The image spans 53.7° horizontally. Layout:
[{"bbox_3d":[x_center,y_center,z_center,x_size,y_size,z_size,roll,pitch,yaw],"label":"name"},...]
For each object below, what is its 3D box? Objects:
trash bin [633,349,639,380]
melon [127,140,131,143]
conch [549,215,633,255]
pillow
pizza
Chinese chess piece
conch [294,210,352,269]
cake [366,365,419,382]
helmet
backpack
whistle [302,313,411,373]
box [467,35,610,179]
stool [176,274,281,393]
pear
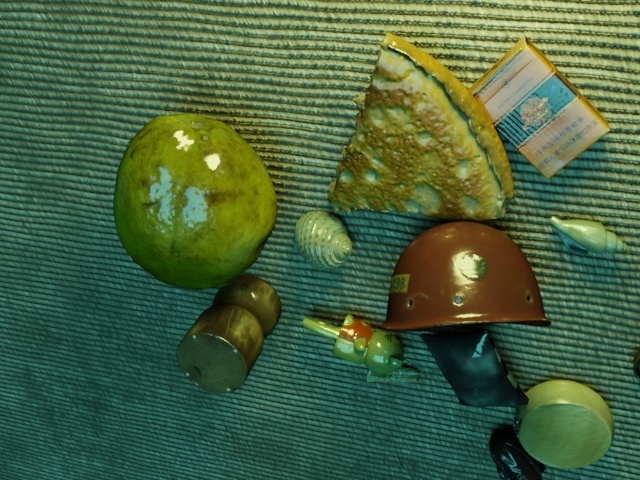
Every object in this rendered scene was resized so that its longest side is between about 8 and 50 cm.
[{"bbox_3d":[0.798,0.319,1.316,0.219,0.250,0.220,40,122,1],"label":"trash bin"},{"bbox_3d":[-0.454,-0.124,1.590,0.114,0.053,0.262,17,119,29],"label":"melon"},{"bbox_3d":[0.565,-0.007,1.328,0.180,0.088,0.065,22,78,12],"label":"conch"},{"bbox_3d":[0.367,0.310,1.515,0.186,0.106,0.250,-13,120,42],"label":"pillow"},{"bbox_3d":[0.159,-0.185,1.323,0.406,0.130,0.440,-24,115,38],"label":"pizza"},{"bbox_3d":[0.588,0.445,1.539,0.238,0.092,0.238,7,120,13],"label":"Chinese chess piece"},{"bbox_3d":[0.000,0.002,1.479,0.153,0.102,0.135,7,104,14],"label":"conch"},{"bbox_3d":[0.187,0.340,1.645,0.140,0.055,0.051,3,118,-5],"label":"cake"},{"bbox_3d":[0.290,0.079,1.339,0.337,0.385,0.230,-1,83,-8],"label":"helmet"},{"bbox_3d":[0.497,0.566,1.620,0.106,0.120,0.165,-39,85,27],"label":"backpack"},{"bbox_3d":[0.091,0.251,1.574,0.288,0.131,0.106,23,92,8],"label":"whistle"},{"bbox_3d":[0.420,-0.255,1.228,0.237,0.070,0.152,43,121,-6],"label":"box"},{"bbox_3d":[-0.219,0.227,1.566,0.179,0.264,0.179,8,120,14],"label":"stool"},{"bbox_3d":[-0.270,-0.081,1.383,0.352,0.352,0.413,14,127,9],"label":"pear"}]
